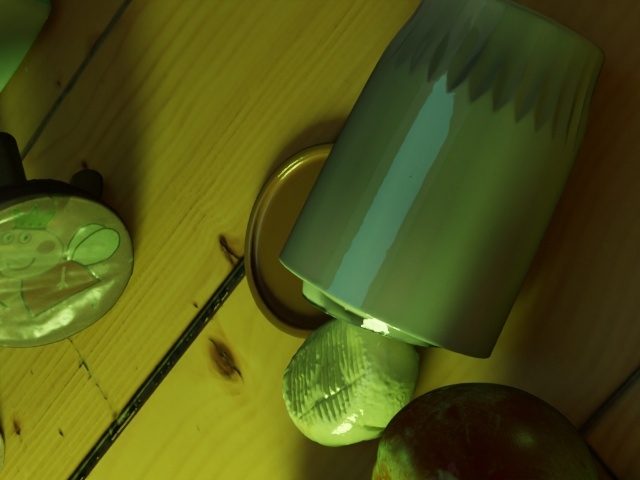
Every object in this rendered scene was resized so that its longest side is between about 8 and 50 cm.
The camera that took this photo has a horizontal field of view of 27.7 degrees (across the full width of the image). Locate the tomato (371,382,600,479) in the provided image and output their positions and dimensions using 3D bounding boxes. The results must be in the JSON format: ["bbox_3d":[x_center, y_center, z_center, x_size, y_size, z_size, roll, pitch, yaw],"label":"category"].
[{"bbox_3d":[0.175,0.274,1.295,0.270,0.223,0.270,167,90,-78],"label":"tomato"}]

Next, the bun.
[{"bbox_3d":[0.040,0.163,1.517,0.188,0.111,0.164,-38,47,36],"label":"bun"}]

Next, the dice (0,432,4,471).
[{"bbox_3d":[-0.538,0.323,1.954,0.091,0.093,0.094,-9,77,38],"label":"dice"}]

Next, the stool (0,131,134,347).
[{"bbox_3d":[-0.412,-0.001,1.823,0.272,0.272,0.178,-52,40,19],"label":"stool"}]

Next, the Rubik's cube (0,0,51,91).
[{"bbox_3d":[-0.680,-0.393,2.046,0.347,0.352,0.351,-47,54,21],"label":"Rubik's cube"}]

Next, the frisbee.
[{"bbox_3d":[0.000,0.000,1.632,0.251,0.021,0.250,-8,77,37],"label":"frisbee"}]

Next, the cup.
[{"bbox_3d":[0.138,-0.071,1.391,0.253,0.253,0.371,31,98,39],"label":"cup"}]
